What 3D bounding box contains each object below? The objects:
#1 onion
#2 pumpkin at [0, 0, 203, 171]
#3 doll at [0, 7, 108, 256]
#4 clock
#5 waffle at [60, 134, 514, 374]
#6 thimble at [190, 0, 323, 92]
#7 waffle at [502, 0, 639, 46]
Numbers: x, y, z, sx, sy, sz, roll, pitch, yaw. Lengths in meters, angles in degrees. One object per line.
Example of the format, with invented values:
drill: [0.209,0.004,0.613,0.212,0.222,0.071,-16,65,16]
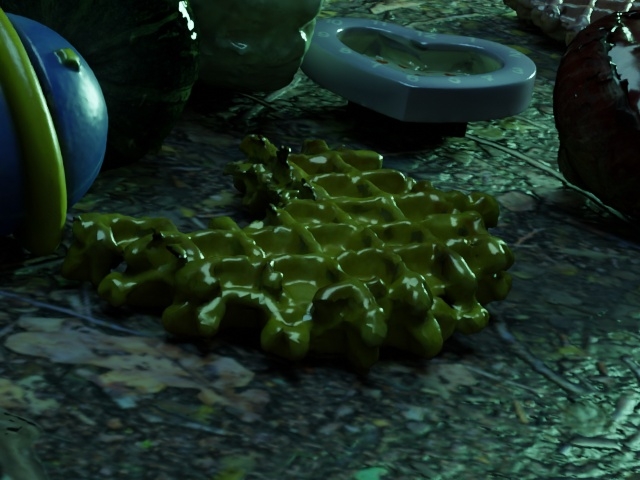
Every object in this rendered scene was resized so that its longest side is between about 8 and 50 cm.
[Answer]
onion: [0.249,-0.085,1.476,0.184,0.147,0.184,18,56,-29]
pumpkin: [-0.180,-0.142,1.376,0.190,0.190,0.146,3,22,-13]
doll: [-0.277,-0.091,1.252,0.242,0.159,0.311,-26,64,-13]
clock: [0.077,-0.127,1.580,0.198,0.064,0.172,10,23,3]
waffle: [0.000,0.000,1.264,0.260,0.069,0.293,17,26,21]
thimble: [-0.092,-0.254,1.556,0.195,0.291,0.291,6,24,-9]
waffle: [0.310,-0.225,1.897,0.234,0.055,0.221,-4,27,-27]
